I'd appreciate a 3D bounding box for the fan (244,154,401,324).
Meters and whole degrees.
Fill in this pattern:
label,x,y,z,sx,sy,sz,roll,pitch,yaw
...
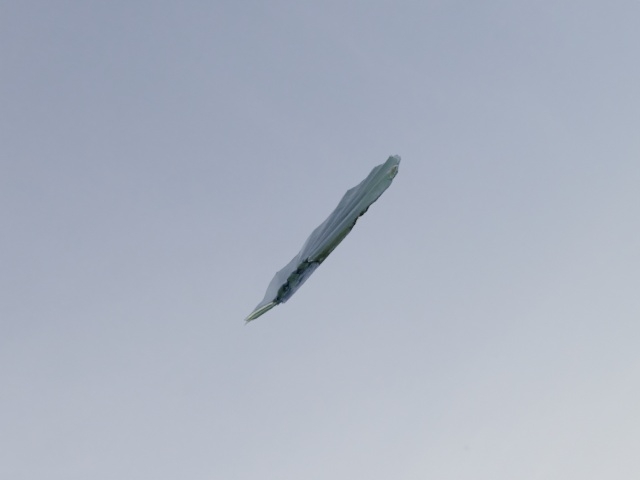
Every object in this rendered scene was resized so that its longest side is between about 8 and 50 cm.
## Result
label,x,y,z,sx,sy,sz,roll,pitch,yaw
fan,0.000,0.000,0.898,0.240,0.009,0.131,-45,9,51
